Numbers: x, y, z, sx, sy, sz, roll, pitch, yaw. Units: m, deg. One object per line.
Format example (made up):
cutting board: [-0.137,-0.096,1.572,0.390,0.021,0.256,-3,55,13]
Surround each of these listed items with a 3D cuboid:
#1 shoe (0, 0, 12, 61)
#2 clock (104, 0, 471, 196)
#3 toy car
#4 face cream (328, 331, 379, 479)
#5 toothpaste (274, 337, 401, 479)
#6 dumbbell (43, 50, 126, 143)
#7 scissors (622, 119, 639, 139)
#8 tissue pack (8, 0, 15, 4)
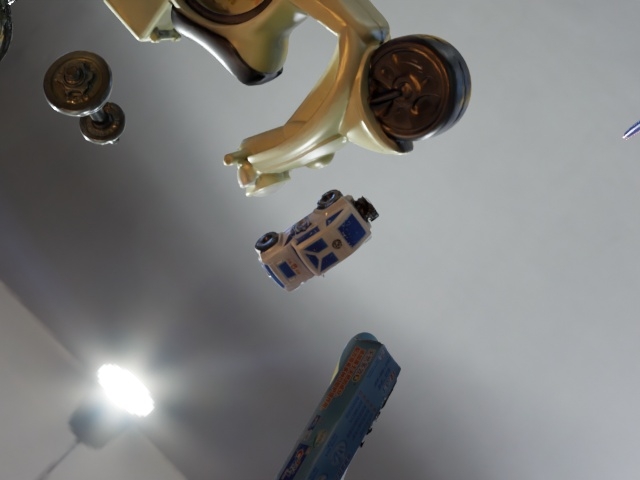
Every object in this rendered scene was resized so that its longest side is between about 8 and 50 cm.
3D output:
shoe: [-0.334,-0.279,0.917,0.149,0.109,0.292,-28,-81,-87]
clock: [-0.043,-0.204,1.205,0.379,0.276,0.120,53,-149,12]
toy car: [0.000,0.000,1.547,0.080,0.171,0.070,53,-174,-29]
face cream: [0.023,0.279,1.665,0.067,0.285,0.139,18,-151,-1]
toothpaste: [0.011,0.252,1.453,0.053,0.272,0.066,8,147,43]
dumbbell: [-0.368,-0.216,1.870,0.110,0.110,0.254,48,171,17]
scissors: [0.418,-0.144,1.435,0.039,0.012,0.113,29,155,-5]
tissue pack: [-0.376,-0.407,1.631,0.245,0.333,0.123,78,-169,-84]
